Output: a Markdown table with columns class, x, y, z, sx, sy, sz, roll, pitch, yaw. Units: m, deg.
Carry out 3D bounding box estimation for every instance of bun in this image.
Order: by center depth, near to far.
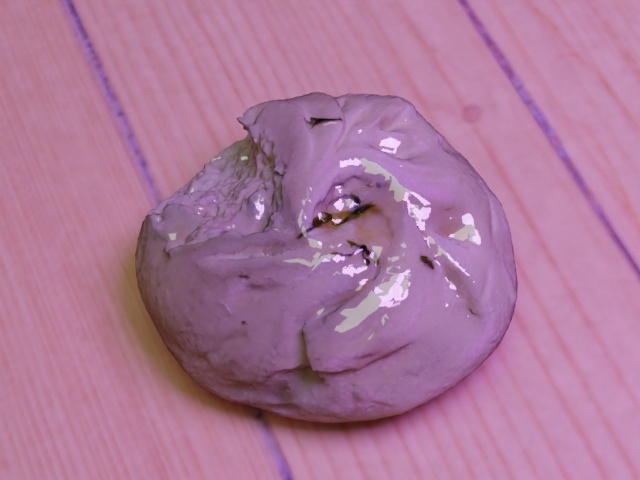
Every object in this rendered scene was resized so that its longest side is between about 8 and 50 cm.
| class | x | y | z | sx | sy | sz | roll | pitch | yaw |
| --- | --- | --- | --- | --- | --- | --- | --- | --- | --- |
| bun | 0.000 | 0.000 | 0.932 | 0.237 | 0.116 | 0.209 | 2 | 60 | 10 |
